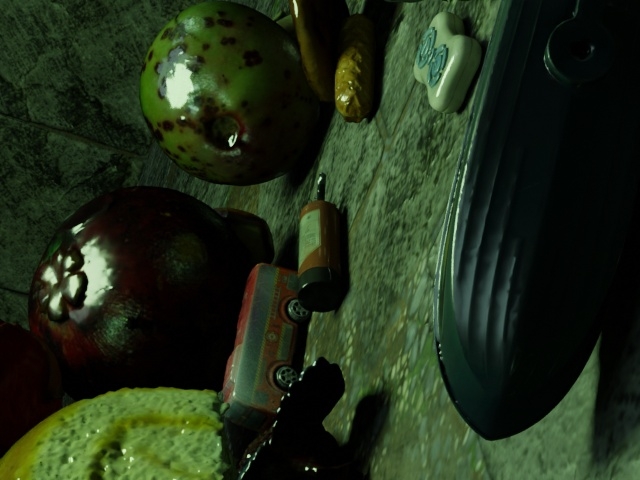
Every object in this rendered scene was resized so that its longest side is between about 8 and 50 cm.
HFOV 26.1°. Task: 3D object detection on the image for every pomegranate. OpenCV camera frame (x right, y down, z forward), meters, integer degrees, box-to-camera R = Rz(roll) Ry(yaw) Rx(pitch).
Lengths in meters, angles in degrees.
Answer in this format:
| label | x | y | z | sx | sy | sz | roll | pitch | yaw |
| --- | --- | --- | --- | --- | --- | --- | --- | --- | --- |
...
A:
| label | x | y | z | sx | sy | sz | roll | pitch | yaw |
| --- | --- | --- | --- | --- | --- | --- | --- | --- | --- |
| pomegranate | -0.108 | -0.220 | 1.800 | 0.242 | 0.242 | 0.306 | 124 | 163 | -50 |

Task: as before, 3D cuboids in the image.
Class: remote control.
| label | x | y | z | sx | sy | sz | roll | pitch | yaw |
| --- | --- | --- | --- | --- | --- | --- | --- | --- | --- |
| remote control | 0.116 | -0.167 | 1.282 | 0.122 | 0.032 | 0.074 | -105 | 34 | -66 |

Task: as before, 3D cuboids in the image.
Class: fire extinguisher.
| label | x | y | z | sx | sy | sz | roll | pitch | yaw |
| --- | --- | --- | --- | --- | --- | --- | --- | --- | --- |
| fire extinguisher | 0.000 | 0.000 | 1.499 | 0.177 | 0.050 | 0.062 | -90 | 3 | -49 |

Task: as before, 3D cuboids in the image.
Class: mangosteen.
| label | x | y | z | sx | sy | sz | roll | pitch | yaw |
| --- | --- | --- | --- | --- | --- | --- | --- | --- | --- |
| mangosteen | -0.206 | 0.077 | 1.678 | 0.311 | 0.311 | 0.311 | -163 | 90 | -76 |

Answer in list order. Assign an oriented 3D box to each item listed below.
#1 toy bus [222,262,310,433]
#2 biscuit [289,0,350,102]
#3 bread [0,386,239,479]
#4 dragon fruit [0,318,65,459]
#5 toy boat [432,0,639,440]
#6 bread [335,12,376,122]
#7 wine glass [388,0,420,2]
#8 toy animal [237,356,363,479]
| label | x | y | z | sx | sy | sz | roll | pitch | yaw |
| --- | --- | --- | --- | --- | --- | --- | --- | --- | --- |
| toy bus | -0.061 | 0.119 | 1.541 | 0.065 | 0.077 | 0.192 | 121 | 162 | -54 |
| biscuit | 0.002 | -0.268 | 1.631 | 0.212 | 0.036 | 0.212 | -7 | -90 | -77 |
| bread | -0.192 | 0.339 | 1.283 | 0.395 | 0.264 | 0.239 | -97 | 5 | -57 |
| dragon fruit | -0.344 | 0.229 | 1.436 | 0.228 | 0.286 | 0.329 | -42 | 49 | 34 |
| toy boat | 0.137 | -0.020 | 0.864 | 0.122 | 0.114 | 0.296 | 65 | -141 | -80 |
| bread | 0.040 | -0.198 | 1.576 | 0.052 | 0.044 | 0.157 | 67 | -159 | -47 |
| wine glass | 0.088 | -0.372 | 1.421 | 0.156 | 0.156 | 0.232 | 130 | 148 | -57 |
| toy animal | -0.034 | 0.201 | 1.260 | 0.179 | 0.116 | 0.218 | -147 | 68 | -75 |
